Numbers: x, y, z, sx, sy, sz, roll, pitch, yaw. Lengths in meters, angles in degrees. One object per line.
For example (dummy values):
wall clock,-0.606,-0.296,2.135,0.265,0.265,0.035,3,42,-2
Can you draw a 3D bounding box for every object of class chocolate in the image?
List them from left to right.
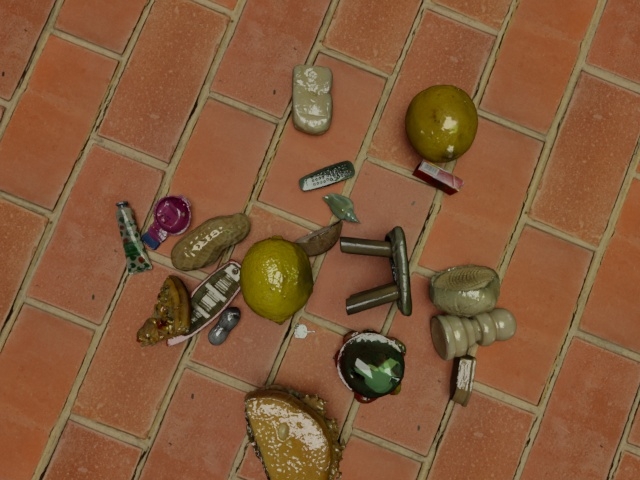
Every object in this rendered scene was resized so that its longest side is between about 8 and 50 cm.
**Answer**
chocolate,-0.358,0.319,1.658,0.072,0.072,0.166,34,89,1

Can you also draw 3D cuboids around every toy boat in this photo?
toy boat,-0.429,0.238,1.657,0.136,0.079,0.392,42,86,-1
toy boat,0.522,0.517,1.643,0.061,0.116,0.188,10,84,4

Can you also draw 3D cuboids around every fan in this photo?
fan,-0.060,0.347,1.694,0.084,0.004,0.055,0,86,-1

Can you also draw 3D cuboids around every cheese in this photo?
cheese,-0.583,-0.070,1.680,0.155,0.062,0.244,43,101,4
cheese,-0.031,-0.538,1.699,0.159,0.093,0.262,2,88,2

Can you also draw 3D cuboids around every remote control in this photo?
remote control,0.024,-0.245,1.708,0.222,0.042,0.072,-20,88,-3

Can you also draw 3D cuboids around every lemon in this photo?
lemon,-0.158,0.140,1.576,0.269,0.268,0.321,-9,82,-1
lemon,0.439,-0.419,1.612,0.258,0.257,0.309,-6,64,-1

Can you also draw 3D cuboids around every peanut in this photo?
peanut,-0.405,0.004,1.643,0.325,0.140,0.153,-29,106,-7

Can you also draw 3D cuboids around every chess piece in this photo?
chess piece,0.577,0.333,1.639,0.300,0.167,0.166,-10,87,-6

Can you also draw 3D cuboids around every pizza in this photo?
pizza,-0.575,0.252,1.626,0.288,0.074,0.251,-24,52,28

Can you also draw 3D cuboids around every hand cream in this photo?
hand cream,-0.717,-0.012,1.679,0.096,0.059,0.275,-15,92,1

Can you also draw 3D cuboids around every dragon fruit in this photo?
dragon fruit,0.192,0.463,1.637,0.295,0.130,0.268,39,82,1

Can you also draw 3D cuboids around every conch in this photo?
conch,0.089,-0.125,1.692,0.180,0.065,0.088,41,88,7

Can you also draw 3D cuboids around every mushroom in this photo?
mushroom,0.001,0.000,1.679,0.210,0.072,0.094,-24,115,-1

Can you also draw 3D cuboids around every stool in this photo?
stool,0.198,0.112,1.574,0.227,0.310,0.309,-5,87,8

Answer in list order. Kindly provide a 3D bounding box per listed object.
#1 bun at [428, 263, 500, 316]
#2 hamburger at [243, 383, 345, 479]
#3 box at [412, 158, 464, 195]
bun,0.521,0.192,1.601,0.260,0.259,0.152,-16,105,-2
hamburger,-0.066,0.693,1.545,0.287,0.268,0.444,-21,83,0
box,0.445,-0.238,1.681,0.175,0.112,0.048,29,87,0
